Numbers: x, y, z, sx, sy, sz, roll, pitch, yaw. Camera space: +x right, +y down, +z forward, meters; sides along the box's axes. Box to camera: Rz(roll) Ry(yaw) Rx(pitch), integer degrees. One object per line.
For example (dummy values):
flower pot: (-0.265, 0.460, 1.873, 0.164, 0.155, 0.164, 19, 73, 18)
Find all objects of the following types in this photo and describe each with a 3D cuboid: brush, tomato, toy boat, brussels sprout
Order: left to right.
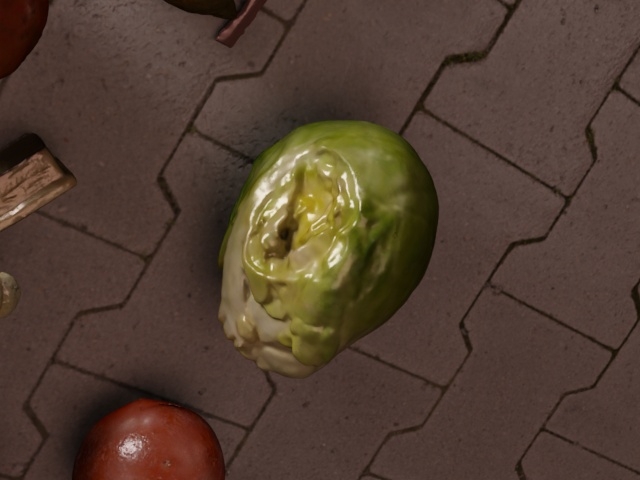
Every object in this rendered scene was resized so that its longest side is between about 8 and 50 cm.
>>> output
toy boat: (-0.390, -0.054, 1.336, 0.188, 0.116, 0.061, -34, 118, -12)
tomato: (-0.233, 0.314, 1.538, 0.208, 0.184, 0.208, -8, 149, -5)
brush: (-0.036, -0.365, 1.400, 0.084, 0.071, 0.301, 29, 103, -36)
brussels sprout: (0.000, 0.000, 1.448, 0.268, 0.344, 0.344, 41, 91, 4)

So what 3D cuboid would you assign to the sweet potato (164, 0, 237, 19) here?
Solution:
sweet potato: (-0.192, -0.373, 1.266, 0.158, 0.158, 0.369, -45, 123, -1)

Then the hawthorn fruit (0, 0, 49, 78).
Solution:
hawthorn fruit: (-0.390, -0.250, 1.195, 0.215, 0.215, 0.249, -19, 118, -17)

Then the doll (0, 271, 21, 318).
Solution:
doll: (-0.483, 0.102, 1.263, 0.278, 0.149, 0.175, -49, 145, -4)
